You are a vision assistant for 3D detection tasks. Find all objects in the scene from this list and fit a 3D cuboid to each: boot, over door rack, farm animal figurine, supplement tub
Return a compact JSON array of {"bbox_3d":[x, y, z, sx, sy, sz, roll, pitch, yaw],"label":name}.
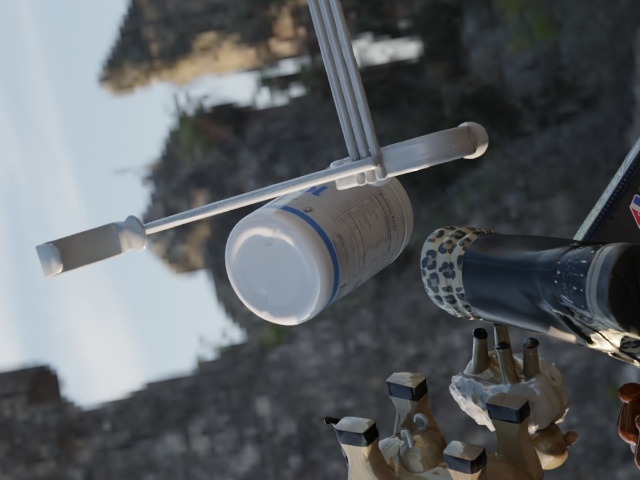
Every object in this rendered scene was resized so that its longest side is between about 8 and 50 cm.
[{"bbox_3d":[0.202,0.045,1.472,0.236,0.179,0.085,28,-106,-53],"label":"boot"},{"bbox_3d":[-0.057,-0.129,1.046,0.108,0.324,0.239,-17,-88,-44],"label":"over door rack"},{"bbox_3d":[0.128,0.224,1.430,0.327,0.330,0.172,25,135,50],"label":"farm animal figurine"},{"bbox_3d":[0.000,0.000,1.118,0.107,0.071,0.071,-34,-62,-52],"label":"supplement tub"}]

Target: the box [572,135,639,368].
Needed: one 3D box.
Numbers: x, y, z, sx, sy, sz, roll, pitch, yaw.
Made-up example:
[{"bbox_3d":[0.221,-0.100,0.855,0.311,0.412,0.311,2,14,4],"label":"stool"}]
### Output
[{"bbox_3d":[0.351,0.030,1.585,0.216,0.270,0.060,-59,1,24],"label":"box"}]
